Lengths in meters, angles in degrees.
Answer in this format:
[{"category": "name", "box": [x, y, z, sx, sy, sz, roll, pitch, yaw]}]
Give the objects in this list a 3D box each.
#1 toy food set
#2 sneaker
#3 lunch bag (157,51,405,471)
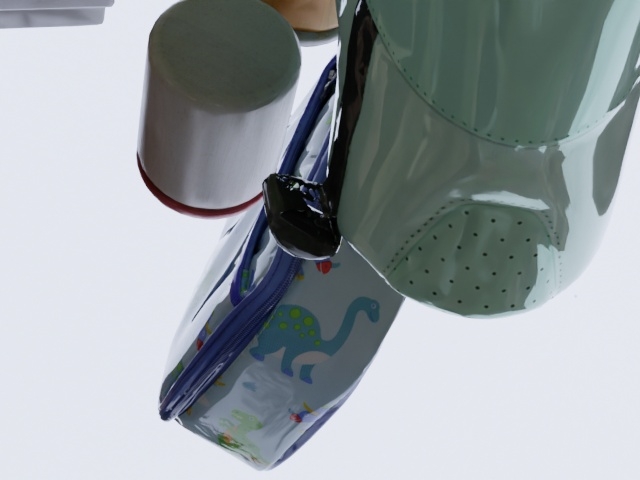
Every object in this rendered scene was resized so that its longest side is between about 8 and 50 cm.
[{"category": "toy food set", "box": [-0.099, -0.040, 0.448, 0.232, 0.104, 0.111, -4, -122, -13]}, {"category": "sneaker", "box": [0.035, -0.086, 0.429, 0.094, 0.256, 0.151, 8, -59, -1]}, {"category": "lunch bag", "box": [0.000, 0.000, 0.871, 0.090, 0.176, 0.219, 31, -130, -10]}]
